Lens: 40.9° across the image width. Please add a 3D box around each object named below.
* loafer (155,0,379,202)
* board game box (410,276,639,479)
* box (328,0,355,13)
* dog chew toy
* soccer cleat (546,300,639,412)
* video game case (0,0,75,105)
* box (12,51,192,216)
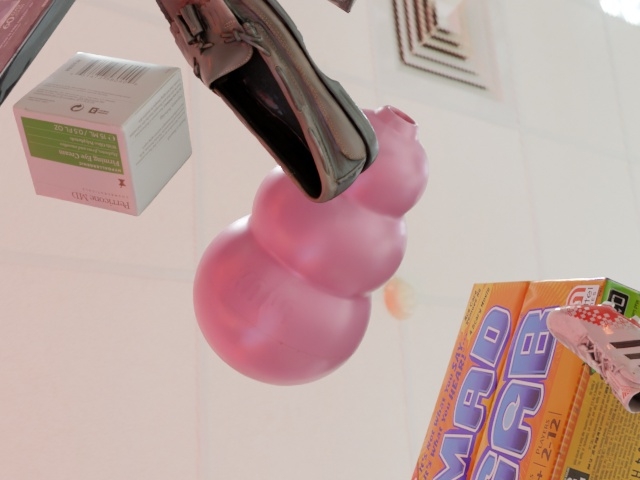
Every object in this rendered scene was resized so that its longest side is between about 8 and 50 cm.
[{"bbox_3d":[-0.058,-0.147,0.761,0.267,0.096,0.084,45,-129,-8],"label":"loafer"},{"bbox_3d":[0.379,0.278,1.143,0.356,0.356,0.356,21,-99,-13],"label":"board game box"},{"bbox_3d":[0.105,-0.484,1.113,0.073,0.295,0.293,28,-104,-2],"label":"box"},{"bbox_3d":[0.000,0.000,0.949,0.207,0.332,0.206,29,-159,-12],"label":"dog chew toy"},{"bbox_3d":[0.124,0.051,0.348,0.035,0.083,0.029,-40,-45,-27],"label":"soccer cleat"},{"bbox_3d":[-0.404,-0.237,1.017,0.026,0.274,0.196,46,-115,-43],"label":"video game case"},{"bbox_3d":[-0.174,-0.089,0.702,0.102,0.101,0.087,-61,-23,-46],"label":"box"}]
